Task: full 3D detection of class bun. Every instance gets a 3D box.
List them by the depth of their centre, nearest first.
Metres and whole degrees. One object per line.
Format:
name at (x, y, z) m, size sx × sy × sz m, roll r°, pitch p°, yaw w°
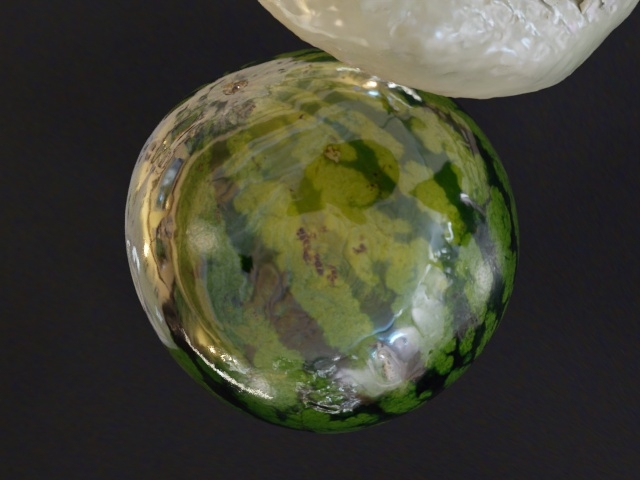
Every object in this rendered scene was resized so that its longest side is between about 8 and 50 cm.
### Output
bun at (0.064, -0.198, 0.759) m, size 0.168 × 0.273 × 0.273 m, roll -2°, pitch -109°, yaw 58°

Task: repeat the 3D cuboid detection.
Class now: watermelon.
watermelon at (0.000, 0.000, 1.055) m, size 0.285 × 0.285 × 0.285 m, roll -5°, pitch -106°, yaw 19°
